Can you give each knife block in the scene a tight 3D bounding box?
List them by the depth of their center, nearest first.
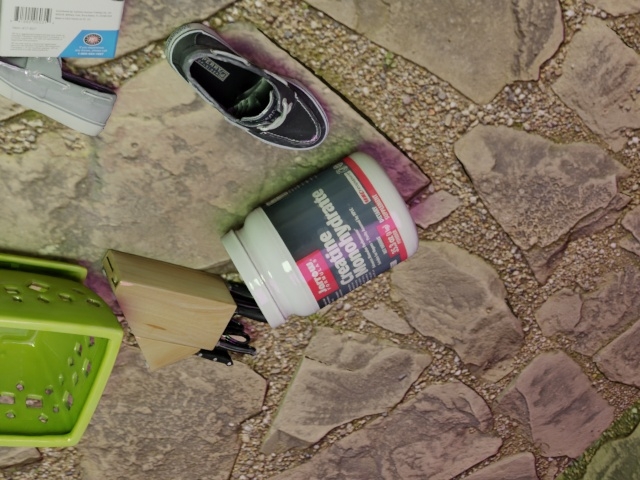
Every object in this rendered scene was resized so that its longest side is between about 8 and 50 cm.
[{"bbox_3d":[-0.196,0.096,1.653,0.242,0.088,0.276,-25,132,-10],"label":"knife block"}]

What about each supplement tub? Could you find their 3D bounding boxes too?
[{"bbox_3d":[0.000,0.000,1.613,0.272,0.191,0.191,-30,133,-4],"label":"supplement tub"}]

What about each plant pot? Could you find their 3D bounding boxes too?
[{"bbox_3d":[-0.444,0.145,1.478,0.228,0.207,0.227,10,119,-34],"label":"plant pot"}]

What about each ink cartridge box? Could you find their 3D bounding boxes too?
[{"bbox_3d":[-0.317,-0.328,1.244,0.148,0.086,0.203,-3,136,-26],"label":"ink cartridge box"}]

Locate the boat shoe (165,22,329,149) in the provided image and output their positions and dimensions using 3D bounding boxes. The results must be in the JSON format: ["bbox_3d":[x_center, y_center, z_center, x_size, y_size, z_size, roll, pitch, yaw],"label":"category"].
[{"bbox_3d":[-0.089,-0.202,1.472,0.108,0.102,0.301,-47,131,11],"label":"boat shoe"}]

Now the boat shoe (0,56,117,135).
[{"bbox_3d":[-0.367,-0.216,1.341,0.227,0.079,0.081,25,101,-44],"label":"boat shoe"}]
